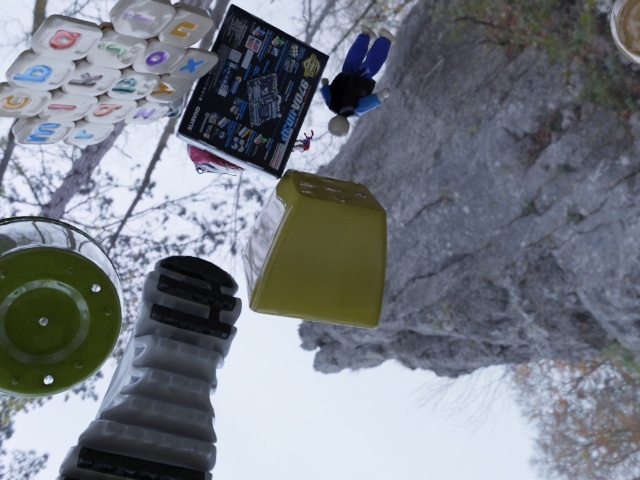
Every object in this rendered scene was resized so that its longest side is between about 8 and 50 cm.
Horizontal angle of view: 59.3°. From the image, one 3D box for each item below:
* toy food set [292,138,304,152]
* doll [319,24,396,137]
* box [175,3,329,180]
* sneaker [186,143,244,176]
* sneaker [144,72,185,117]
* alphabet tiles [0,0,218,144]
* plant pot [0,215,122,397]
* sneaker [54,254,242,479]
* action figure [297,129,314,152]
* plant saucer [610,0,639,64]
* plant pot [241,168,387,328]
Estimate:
[{"bbox_3d":[-0.090,-0.228,1.334,0.078,0.122,0.019,43,-127,-67],"label":"toy food set"},{"bbox_3d":[0.061,-0.257,0.925,0.129,0.189,0.046,23,177,27],"label":"doll"},{"bbox_3d":[-0.106,-0.229,0.887,0.175,0.051,0.220,22,-94,-19],"label":"box"},{"bbox_3d":[-0.202,-0.168,1.066,0.120,0.112,0.299,59,-174,-11],"label":"sneaker"},{"bbox_3d":[-0.331,-0.306,1.140,0.100,0.108,0.271,8,-173,5],"label":"sneaker"},{"bbox_3d":[-0.270,-0.211,0.728,0.021,0.284,0.278,61,-151,6],"label":"alphabet tiles"},{"bbox_3d":[-0.515,0.127,1.019,0.367,0.353,0.366,1,-92,-31],"label":"plant pot"},{"bbox_3d":[-0.145,0.155,0.476,0.110,0.118,0.292,26,-132,-15],"label":"sneaker"},{"bbox_3d":[-0.044,-0.276,1.582,0.115,0.038,0.030,-78,-31,-51],"label":"action figure"},{"bbox_3d":[0.281,-0.183,0.468,0.015,0.083,0.083,-32,-100,-30],"label":"plant saucer"},{"bbox_3d":[0.000,0.000,0.928,0.212,0.187,0.212,11,-159,-16],"label":"plant pot"}]
